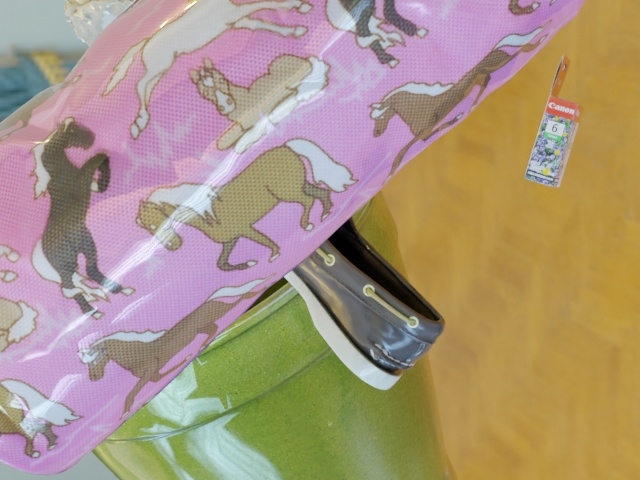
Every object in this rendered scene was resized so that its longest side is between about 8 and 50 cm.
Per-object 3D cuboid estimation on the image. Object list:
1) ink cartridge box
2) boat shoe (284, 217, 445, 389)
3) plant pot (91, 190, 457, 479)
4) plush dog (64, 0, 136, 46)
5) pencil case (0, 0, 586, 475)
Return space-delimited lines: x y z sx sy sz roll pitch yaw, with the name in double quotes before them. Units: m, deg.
"ink cartridge box" 0.217 -0.106 1.284 0.063 0.029 0.115 -7 -66 -75
"boat shoe" 0.000 0.000 1.034 0.069 0.081 0.227 -44 75 18
"plant pot" -0.043 0.143 1.312 0.353 0.366 0.366 61 174 -25
"plush dog" -0.147 -0.329 1.330 0.262 0.211 0.225 71 -157 -55
"pencil case" -0.038 -0.065 0.653 0.167 0.386 0.160 54 -167 24
